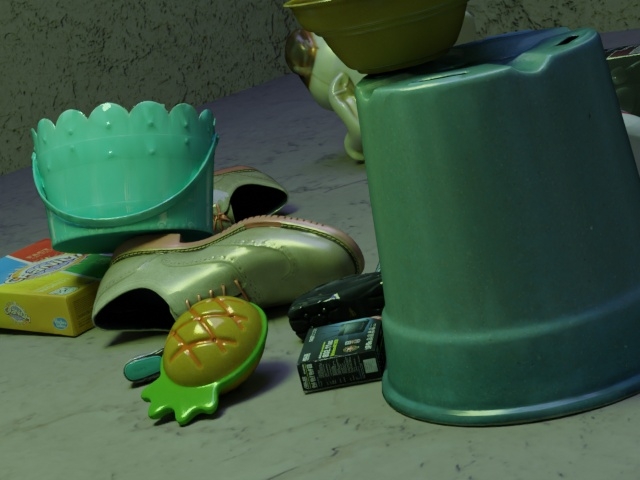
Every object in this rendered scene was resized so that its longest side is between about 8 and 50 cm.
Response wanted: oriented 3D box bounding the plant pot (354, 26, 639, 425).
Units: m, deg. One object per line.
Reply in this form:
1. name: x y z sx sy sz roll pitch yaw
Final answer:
1. plant pot: 0.193 -0.031 1.367 0.341 0.334 0.341 -13 15 3

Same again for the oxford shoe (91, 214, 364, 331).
1. oxford shoe: -0.129 0.069 1.788 0.396 0.140 0.147 -10 36 28

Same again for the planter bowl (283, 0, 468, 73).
1. planter bowl: 0.077 -0.227 1.364 0.217 0.090 0.217 -14 14 4

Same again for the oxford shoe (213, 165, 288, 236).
1. oxford shoe: -0.217 -0.054 2.314 0.348 0.123 0.130 -23 22 -29

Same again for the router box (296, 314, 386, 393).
1. router box: 0.027 0.129 1.512 0.092 0.038 0.122 -12 14 10

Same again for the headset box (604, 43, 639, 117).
1. headset box: 0.449 -0.169 1.902 0.293 0.218 0.110 -6 14 32

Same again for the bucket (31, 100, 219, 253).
1. bucket: -0.284 -0.086 1.947 0.281 0.183 0.281 -6 -7 -1

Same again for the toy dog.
1. toy dog: 0.112 -0.344 2.611 0.284 0.396 0.407 -34 31 -32

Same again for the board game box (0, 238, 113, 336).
1. board game box: -0.414 0.068 2.095 0.316 0.064 0.242 2 20 38

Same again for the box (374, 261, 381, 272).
1. box: 0.153 -0.033 1.720 0.184 0.045 0.191 -39 20 42

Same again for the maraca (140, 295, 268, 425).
1. maraca: -0.133 0.138 1.527 0.127 0.099 0.186 3 46 35

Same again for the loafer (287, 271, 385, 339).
1. loafer: 0.067 0.069 1.629 0.223 0.076 0.078 -12 21 22

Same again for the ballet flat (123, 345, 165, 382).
1. ballet flat: -0.190 0.150 1.650 0.114 0.041 0.041 -14 14 -4

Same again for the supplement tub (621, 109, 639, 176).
1. supplement tub: 0.336 -0.094 1.738 0.191 0.191 0.272 -16 19 -7
